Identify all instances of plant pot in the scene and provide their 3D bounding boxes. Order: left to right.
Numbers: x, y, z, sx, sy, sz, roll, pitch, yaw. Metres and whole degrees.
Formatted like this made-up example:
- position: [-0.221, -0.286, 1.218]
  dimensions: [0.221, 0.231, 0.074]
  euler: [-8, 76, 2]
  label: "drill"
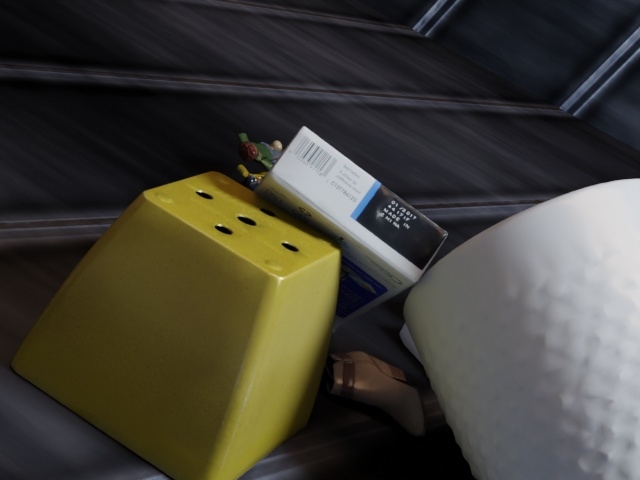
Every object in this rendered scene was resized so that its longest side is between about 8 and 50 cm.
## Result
- position: [-0.100, 0.060, 1.178]
  dimensions: [0.212, 0.187, 0.212]
  euler: [31, 21, 15]
  label: "plant pot"

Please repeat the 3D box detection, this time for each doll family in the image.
- position: [-0.043, -0.057, 1.709]
  dimensions: [0.193, 0.076, 0.111]
  euler: [37, 18, 20]
  label: "doll family"

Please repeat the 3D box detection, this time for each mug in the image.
- position: [0.270, 0.170, 1.250]
  dimensions: [0.374, 0.276, 0.328]
  euler: [55, 12, -68]
  label: "mug"

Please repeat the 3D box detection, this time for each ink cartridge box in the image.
- position: [0.000, 0.000, 1.333]
  dimensions: [0.165, 0.065, 0.333]
  euler: [36, -17, -4]
  label: "ink cartridge box"

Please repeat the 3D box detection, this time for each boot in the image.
- position: [0.051, 0.152, 1.356]
  dimensions: [0.087, 0.042, 0.118]
  euler: [11, 23, -20]
  label: "boot"

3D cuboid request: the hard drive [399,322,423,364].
- position: [0.262, 0.165, 1.566]
  dimensions: [0.308, 0.040, 0.203]
  euler: [9, 26, -38]
  label: "hard drive"
